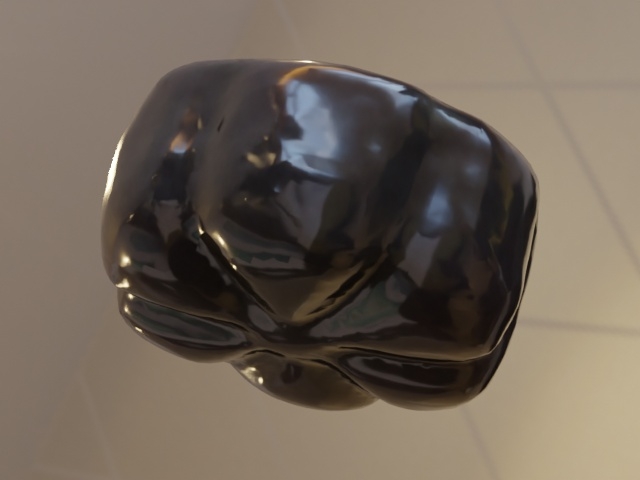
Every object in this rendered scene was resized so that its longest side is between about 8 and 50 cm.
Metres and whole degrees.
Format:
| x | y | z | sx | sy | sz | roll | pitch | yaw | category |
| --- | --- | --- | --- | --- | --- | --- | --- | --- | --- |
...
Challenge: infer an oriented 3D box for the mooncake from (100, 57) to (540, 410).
| x | y | z | sx | sy | sz | roll | pitch | yaw | category |
| --- | --- | --- | --- | --- | --- | --- | --- | --- | --- |
| 0.000 | 0.000 | 0.902 | 0.245 | 0.245 | 0.133 | 51 | -133 | -51 | mooncake |
